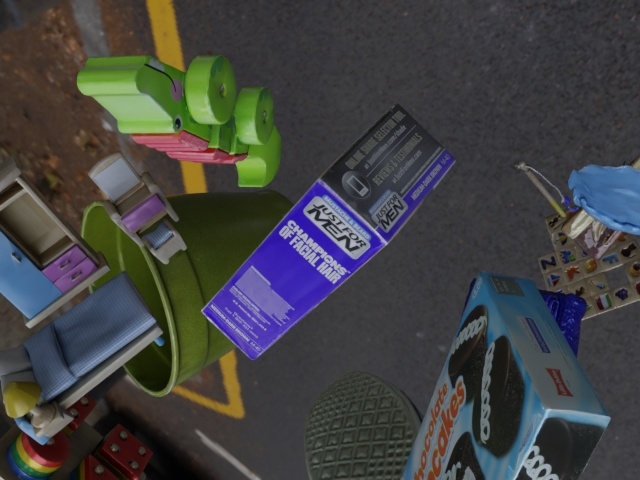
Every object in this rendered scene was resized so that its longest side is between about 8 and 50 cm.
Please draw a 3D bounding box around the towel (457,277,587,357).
[{"bbox_3d":[0.261,0.211,1.181,0.076,0.308,0.228,21,172,-32],"label":"towel"}]

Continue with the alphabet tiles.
[{"bbox_3d":[0.544,0.035,1.618,0.198,0.237,0.009,-25,150,27],"label":"alphabet tiles"}]

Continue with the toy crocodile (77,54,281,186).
[{"bbox_3d":[-0.130,-0.123,0.829,0.115,0.105,0.340,3,178,15],"label":"toy crocodile"}]

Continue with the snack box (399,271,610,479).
[{"bbox_3d":[0.144,0.213,0.733,0.060,0.187,0.321,8,119,-11],"label":"snack box"}]

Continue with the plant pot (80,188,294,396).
[{"bbox_3d":[-0.210,0.057,1.510,0.366,0.353,0.366,32,131,45],"label":"plant pot"}]

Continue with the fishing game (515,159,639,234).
[{"bbox_3d":[0.362,-0.046,0.864,0.264,0.041,0.189,9,162,46],"label":"fishing game"}]

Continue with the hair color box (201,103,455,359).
[{"bbox_3d":[0.000,0.000,0.992,0.110,0.185,0.339,43,139,0],"label":"hair color box"}]

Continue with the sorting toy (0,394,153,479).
[{"bbox_3d":[-0.435,0.398,1.434,0.257,0.089,0.255,43,-164,-6],"label":"sorting toy"}]

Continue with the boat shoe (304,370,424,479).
[{"bbox_3d":[0.129,0.356,1.056,0.156,0.187,0.500,51,175,-37],"label":"boat shoe"}]

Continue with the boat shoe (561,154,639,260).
[{"bbox_3d":[0.618,-0.096,1.492,0.123,0.342,0.123,49,-162,10],"label":"boat shoe"}]

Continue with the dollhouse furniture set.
[{"bbox_3d":[-0.304,0.033,0.964,0.303,0.286,0.198,45,171,52],"label":"dollhouse furniture set"}]
